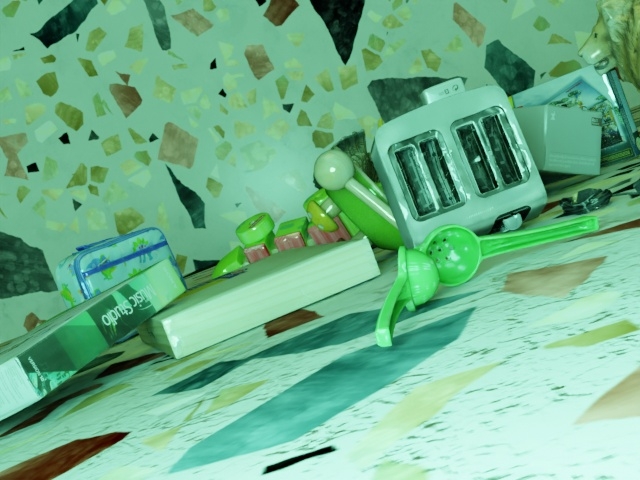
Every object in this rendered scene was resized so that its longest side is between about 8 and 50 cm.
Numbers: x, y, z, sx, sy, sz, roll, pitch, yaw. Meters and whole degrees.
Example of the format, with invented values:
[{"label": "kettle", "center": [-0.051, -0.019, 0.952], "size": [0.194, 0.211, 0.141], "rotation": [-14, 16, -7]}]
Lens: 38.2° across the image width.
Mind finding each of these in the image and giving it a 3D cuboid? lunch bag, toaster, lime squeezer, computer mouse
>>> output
[{"label": "lunch bag", "center": [-0.343, 0.077, 1.607], "size": [0.090, 0.176, 0.219], "rotation": [-18, 3, 38]}, {"label": "toaster", "center": [0.157, -0.084, 1.081], "size": [0.168, 0.185, 0.110], "rotation": [-20, -7, -1]}, {"label": "lime squeezer", "center": [0.113, 0.030, 0.793], "size": [0.110, 0.058, 0.310], "rotation": [22, 30, 38]}, {"label": "computer mouse", "center": [0.331, -0.064, 0.959], "size": [0.071, 0.041, 0.242], "rotation": [-23, 3, -28]}]

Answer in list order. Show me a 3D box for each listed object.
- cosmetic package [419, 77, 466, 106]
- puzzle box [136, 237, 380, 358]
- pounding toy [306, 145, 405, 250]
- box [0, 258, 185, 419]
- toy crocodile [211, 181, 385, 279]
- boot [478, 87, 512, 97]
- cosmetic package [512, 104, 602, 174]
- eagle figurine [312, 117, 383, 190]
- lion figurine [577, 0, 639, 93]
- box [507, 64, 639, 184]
[{"label": "cosmetic package", "center": [0.275, -0.197, 1.819], "size": [0.086, 0.231, 0.117], "rotation": [-20, 3, 5]}, {"label": "puzzle box", "center": [-0.109, 0.075, 1.273], "size": [0.272, 0.052, 0.409], "rotation": [-22, 4, -16]}, {"label": "pounding toy", "center": [0.043, -0.029, 1.262], "size": [0.110, 0.183, 0.237], "rotation": [-44, -3, 4]}, {"label": "box", "center": [-0.329, 0.135, 1.104], "size": [0.232, 0.058, 0.322], "rotation": [-26, 8, 26]}, {"label": "toy crocodile", "center": [-0.032, 0.000, 1.548], "size": [0.341, 0.115, 0.105], "rotation": [-22, 22, 17]}, {"label": "boot", "center": [0.470, -0.209, 1.875], "size": [0.338, 0.118, 0.222], "rotation": [3, 28, -11]}, {"label": "cosmetic package", "center": [0.301, -0.147, 1.418], "size": [0.127, 0.107, 0.238], "rotation": [1, 4, -32]}, {"label": "eagle figurine", "center": [0.117, -0.127, 1.801], "size": [0.226, 0.225, 0.298], "rotation": [-31, 9, 10]}, {"label": "lion figurine", "center": [0.464, -0.233, 1.175], "size": [0.142, 0.240, 0.392], "rotation": [-21, 4, -1]}, {"label": "box", "center": [0.386, -0.181, 1.503], "size": [0.233, 0.159, 0.044], "rotation": [-17, 6, 41]}]
